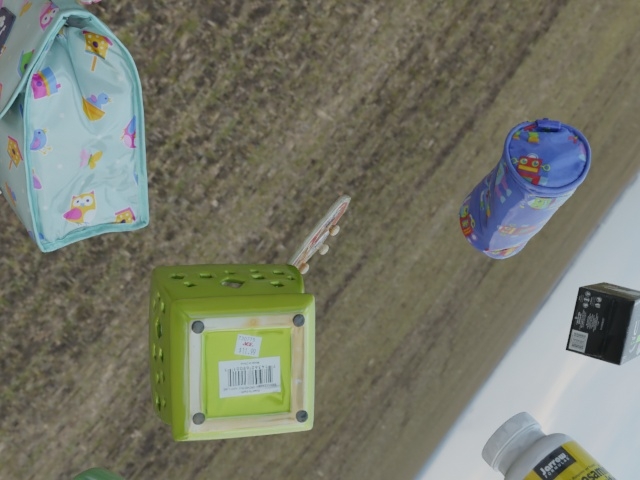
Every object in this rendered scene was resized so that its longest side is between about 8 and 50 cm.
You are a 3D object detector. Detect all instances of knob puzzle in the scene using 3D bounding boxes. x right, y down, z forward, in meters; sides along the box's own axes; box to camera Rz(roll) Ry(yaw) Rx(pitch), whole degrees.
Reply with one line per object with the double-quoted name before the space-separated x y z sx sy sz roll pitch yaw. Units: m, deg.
"knob puzzle" 0.000 0.000 1.366 0.213 0.030 0.213 -50 174 -7

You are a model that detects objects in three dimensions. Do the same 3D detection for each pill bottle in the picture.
"pill bottle" 0.263 0.275 0.904 0.103 0.184 0.103 -28 142 -24

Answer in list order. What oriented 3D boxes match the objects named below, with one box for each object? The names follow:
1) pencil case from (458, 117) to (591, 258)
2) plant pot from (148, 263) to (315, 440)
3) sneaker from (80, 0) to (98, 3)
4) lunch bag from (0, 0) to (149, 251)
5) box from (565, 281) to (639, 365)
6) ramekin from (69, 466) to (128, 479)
"pencil case" 0.297 -0.075 1.259 0.306 0.119 0.133 102 -10 -71
"plant pot" -0.120 0.160 1.189 0.207 0.228 0.227 -152 -118 -72
"sneaker" -0.263 -0.440 1.193 0.252 0.111 0.103 -26 -151 10
"lunch bag" -0.295 -0.154 0.911 0.160 0.223 0.262 -19 128 -27
"box" 0.268 0.075 0.773 0.083 0.052 0.062 -2 104 -56
"ramekin" -0.325 0.463 1.150 0.303 0.148 0.303 -58 169 -18
